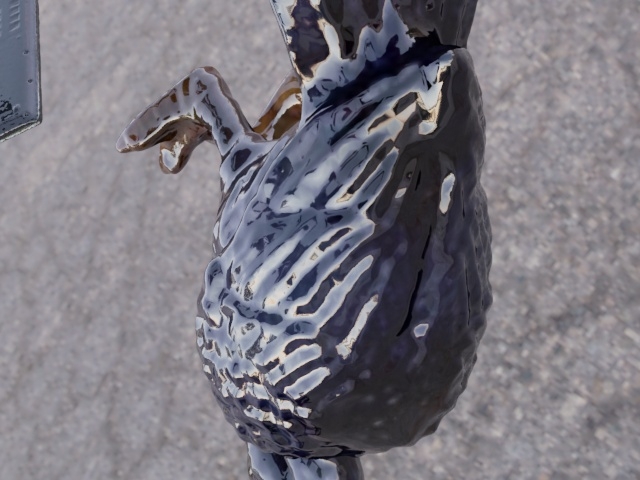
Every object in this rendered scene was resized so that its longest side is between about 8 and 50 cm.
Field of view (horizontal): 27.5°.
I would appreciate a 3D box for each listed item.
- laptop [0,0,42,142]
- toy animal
[{"bbox_3d":[-0.271,-0.129,1.008,0.129,0.016,0.180,-24,50,14],"label":"laptop"},{"bbox_3d":[0.000,0.000,0.540,0.298,0.122,0.185,119,140,-49],"label":"toy animal"}]
